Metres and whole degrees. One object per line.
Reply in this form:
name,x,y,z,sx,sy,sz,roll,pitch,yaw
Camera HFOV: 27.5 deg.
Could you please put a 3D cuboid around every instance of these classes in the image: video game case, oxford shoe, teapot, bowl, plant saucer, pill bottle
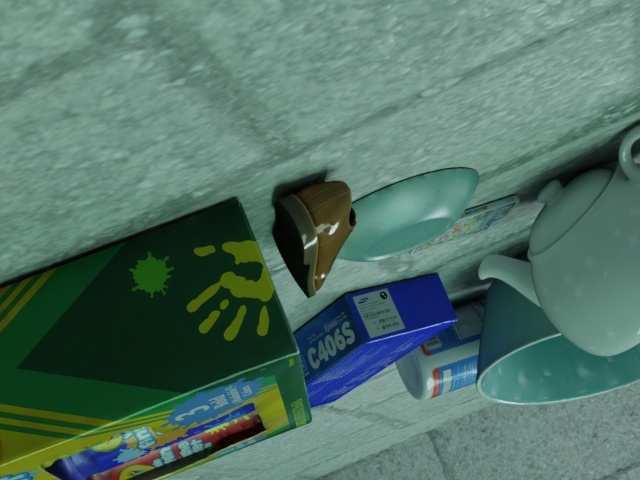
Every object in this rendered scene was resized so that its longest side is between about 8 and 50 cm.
video game case,0.168,-0.018,1.544,0.122,0.011,0.087,-18,164,-15
oxford shoe,0.000,0.000,1.267,0.076,0.076,0.212,-30,168,-13
teapot,0.334,-0.005,1.518,0.256,0.187,0.252,-48,-175,-2
bowl,0.360,0.108,1.885,0.312,0.163,0.311,-8,155,-4
plant saucer,0.085,-0.016,1.388,0.195,0.037,0.195,-21,165,-6
pill bottle,0.234,0.160,2.040,0.222,0.124,0.124,-16,164,-17

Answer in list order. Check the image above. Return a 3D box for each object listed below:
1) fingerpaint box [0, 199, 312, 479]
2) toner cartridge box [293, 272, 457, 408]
fingerpaint box,-0.208,0.155,1.332,0.371,0.163,0.445,-20,165,-5
toner cartridge box,0.026,0.158,1.841,0.165,0.075,0.348,-9,160,-36
